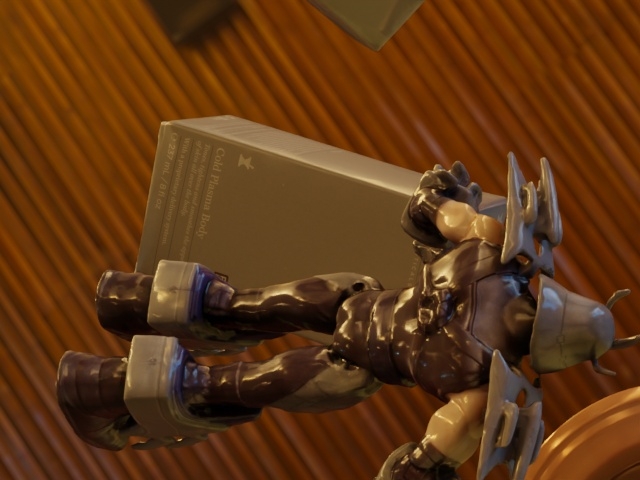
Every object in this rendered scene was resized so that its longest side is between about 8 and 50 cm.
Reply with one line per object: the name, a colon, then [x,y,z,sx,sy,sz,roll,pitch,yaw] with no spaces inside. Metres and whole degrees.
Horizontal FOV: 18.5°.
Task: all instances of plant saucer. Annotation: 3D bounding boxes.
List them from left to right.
plant saucer: [0.228,0.194,1.361,0.200,0.200,0.037,-35,29,2]

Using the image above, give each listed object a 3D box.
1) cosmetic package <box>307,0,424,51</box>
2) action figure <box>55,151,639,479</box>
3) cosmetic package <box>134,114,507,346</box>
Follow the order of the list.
cosmetic package: [-0.055,-0.174,0.728,0.060,0.239,0.099,-47,21,14]
action figure: [0.019,0.048,0.951,0.285,0.185,0.099,-4,-35,26]
cosmetic package: [0.000,0.000,1.394,0.107,0.238,0.127,-11,-65,-62]
